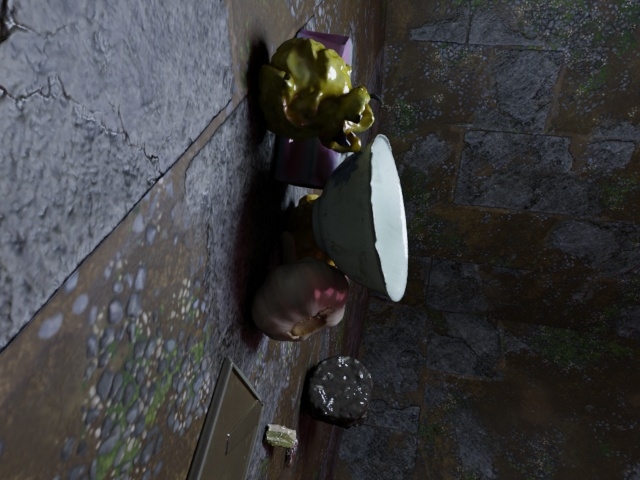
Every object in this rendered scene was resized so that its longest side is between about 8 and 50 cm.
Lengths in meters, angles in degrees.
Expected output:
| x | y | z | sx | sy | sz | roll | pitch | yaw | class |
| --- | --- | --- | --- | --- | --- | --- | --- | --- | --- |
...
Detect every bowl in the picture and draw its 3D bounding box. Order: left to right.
| x | y | z | sx | sy | sz | roll | pitch | yaw | class |
| --- | --- | --- | --- | --- | --- | --- | --- | --- | --- |
| 0.069 | -0.038 | 0.932 | 0.313 | 0.146 | 0.314 | -4 | 90 | -71 | bowl |

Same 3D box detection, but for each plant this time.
| x | y | z | sx | sy | sz | roll | pitch | yaw | class |
| --- | --- | --- | --- | --- | --- | --- | --- | --- | --- |
| 0.067 | 0.513 | 1.633 | 0.312 | 0.215 | 0.213 | 76 | 27 | -66 | plant |

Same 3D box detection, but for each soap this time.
| x | y | z | sx | sy | sz | roll | pitch | yaw | class |
| --- | --- | --- | --- | --- | --- | --- | --- | --- | --- |
| -0.008 | -0.270 | 1.013 | 0.193 | 0.109 | 0.324 | -4 | 101 | -79 | soap |

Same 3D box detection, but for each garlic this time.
| x | y | z | sx | sy | sz | roll | pitch | yaw | class |
| --- | --- | --- | --- | --- | --- | --- | --- | --- | --- |
| -0.055 | 0.072 | 0.957 | 0.199 | 0.199 | 0.226 | 78 | -8 | -60 | garlic |

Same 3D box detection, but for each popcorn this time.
| x | y | z | sx | sy | sz | roll | pitch | yaw | class |
| --- | --- | --- | --- | --- | --- | --- | --- | --- | --- |
| -0.014 | -0.013 | 1.089 | 0.140 | 0.163 | 0.194 | -38 | 170 | -49 | popcorn |
| -0.003 | -0.246 | 0.817 | 0.173 | 0.195 | 0.168 | -51 | 155 | -62 | popcorn |

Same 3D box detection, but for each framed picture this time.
| x | y | z | sx | sy | sz | roll | pitch | yaw | class |
| --- | --- | --- | --- | --- | --- | --- | --- | --- | --- |
| -0.158 | 0.358 | 0.873 | 0.290 | 0.020 | 0.211 | 79 | 21 | -57 | framed picture |

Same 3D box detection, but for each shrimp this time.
| x | y | z | sx | sy | sz | roll | pitch | yaw | class |
| --- | --- | --- | --- | --- | --- | --- | --- | --- | --- |
| -0.085 | 0.616 | 1.400 | 0.038 | 0.029 | 0.092 | -34 | 135 | -77 | shrimp |

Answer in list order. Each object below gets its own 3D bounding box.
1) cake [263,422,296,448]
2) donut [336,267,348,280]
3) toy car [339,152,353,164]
| x | y | z | sx | sy | sz | roll | pitch | yaw | class |
| --- | --- | --- | --- | --- | --- | --- | --- | --- | --- |
| -0.112 | 0.471 | 1.180 | 0.140 | 0.055 | 0.051 | 48 | 49 | -53 | cake |
| 0.040 | 0.099 | 1.565 | 0.233 | 0.085 | 0.199 | -58 | 154 | -65 | donut |
| 0.085 | -0.217 | 1.585 | 0.112 | 0.112 | 0.139 | 110 | 5 | -57 | toy car |
